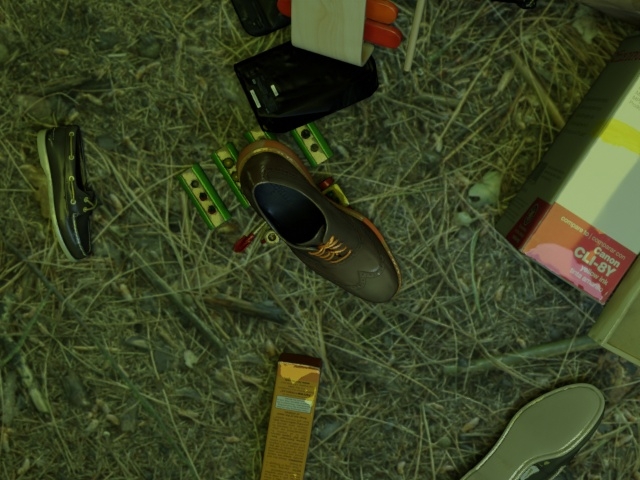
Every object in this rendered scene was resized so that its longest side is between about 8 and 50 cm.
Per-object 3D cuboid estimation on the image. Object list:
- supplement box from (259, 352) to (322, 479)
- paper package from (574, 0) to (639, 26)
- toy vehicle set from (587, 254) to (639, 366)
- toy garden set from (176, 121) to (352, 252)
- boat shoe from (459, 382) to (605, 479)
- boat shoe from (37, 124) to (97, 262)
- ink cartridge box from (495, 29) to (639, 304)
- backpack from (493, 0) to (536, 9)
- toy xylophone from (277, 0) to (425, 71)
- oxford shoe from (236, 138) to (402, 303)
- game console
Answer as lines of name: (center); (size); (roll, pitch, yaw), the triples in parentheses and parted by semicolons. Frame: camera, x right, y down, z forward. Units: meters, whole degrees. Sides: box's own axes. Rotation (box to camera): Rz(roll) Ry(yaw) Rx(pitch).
supplement box: (-0.051, 0.313, 1.998); (0.080, 0.078, 0.233); (8, 97, 1)
paper package: (0.541, -0.473, 1.751); (0.168, 0.310, 0.324); (20, 100, 42)
toy vehicle set: (0.538, 0.126, 1.770); (0.267, 0.035, 0.166); (27, 100, -32)
toy garden set: (-0.085, -0.083, 1.962); (0.244, 0.049, 0.203); (-32, 95, 6)
boat shoe: (0.347, 0.368, 1.994); (0.335, 0.095, 0.112); (-43, 58, 3)
boat shoe: (-0.410, -0.078, 1.959); (0.069, 0.081, 0.227); (-12, 94, 8)
ink cartridge box: (0.454, -0.121, 1.819); (0.160, 0.279, 0.384); (32, 98, -3)
backpack: (0.172, -0.497, 1.794); (0.356, 0.290, 0.273); (6, 107, 12)
toy xylophone: (0.051, -0.367, 1.743); (0.236, 0.322, 0.081); (23, 57, 4)
oxford shoe: (0.000, 0.000, 1.891); (0.130, 0.132, 0.364); (-41, 116, 17)
game console: (-0.062, -0.367, 1.917); (0.213, 0.044, 0.361); (-24, 89, -8)
